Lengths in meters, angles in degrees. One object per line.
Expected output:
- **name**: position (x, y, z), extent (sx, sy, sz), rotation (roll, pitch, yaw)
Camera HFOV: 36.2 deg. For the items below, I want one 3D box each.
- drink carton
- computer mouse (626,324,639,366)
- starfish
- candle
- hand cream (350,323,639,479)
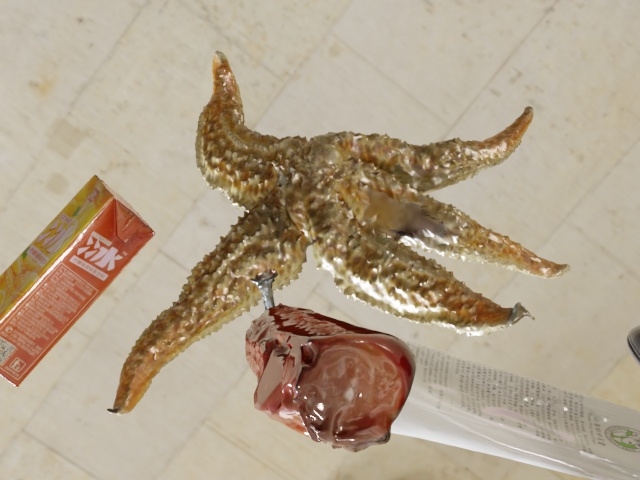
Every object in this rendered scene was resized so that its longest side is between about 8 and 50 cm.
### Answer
- **drink carton**: position (-0.287, 0.040, 1.064), extent (0.223, 0.071, 0.096), rotation (-48, -149, -4)
- **computer mouse**: position (0.408, 0.144, 1.032), extent (0.232, 0.120, 0.057), rotation (-122, -133, -74)
- **starfish**: position (0.025, -0.006, 0.678), extent (0.084, 0.293, 0.302), rotation (80, 20, -53)
- **candle**: position (-0.011, 0.042, 0.380), extent (0.053, 0.048, 0.162), rotation (-36, -171, -10)
- **hand cream**: position (0.135, 0.137, 0.800), extent (0.121, 0.335, 0.076), rotation (-66, 170, -67)
